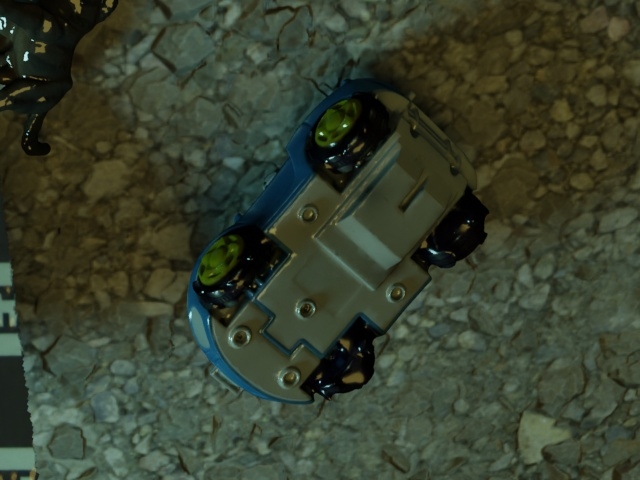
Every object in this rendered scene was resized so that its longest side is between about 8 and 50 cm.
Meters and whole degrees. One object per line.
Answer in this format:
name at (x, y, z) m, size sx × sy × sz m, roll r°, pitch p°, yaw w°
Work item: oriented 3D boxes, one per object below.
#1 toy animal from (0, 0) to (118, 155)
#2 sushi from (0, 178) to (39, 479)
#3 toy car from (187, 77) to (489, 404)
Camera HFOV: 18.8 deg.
toy animal at (-0.252, -0.171, 1.655) m, size 0.148 × 0.084 × 0.233 m, roll 6°, pitch 117°, yaw -18°
sushi at (-0.445, 0.083, 1.765) m, size 0.373 × 0.100 × 0.296 m, roll -4°, pitch 103°, yaw 4°
toy car at (0.000, 0.000, 1.770) m, size 0.198 × 0.166 × 0.314 m, roll 40°, pitch 89°, yaw -31°
